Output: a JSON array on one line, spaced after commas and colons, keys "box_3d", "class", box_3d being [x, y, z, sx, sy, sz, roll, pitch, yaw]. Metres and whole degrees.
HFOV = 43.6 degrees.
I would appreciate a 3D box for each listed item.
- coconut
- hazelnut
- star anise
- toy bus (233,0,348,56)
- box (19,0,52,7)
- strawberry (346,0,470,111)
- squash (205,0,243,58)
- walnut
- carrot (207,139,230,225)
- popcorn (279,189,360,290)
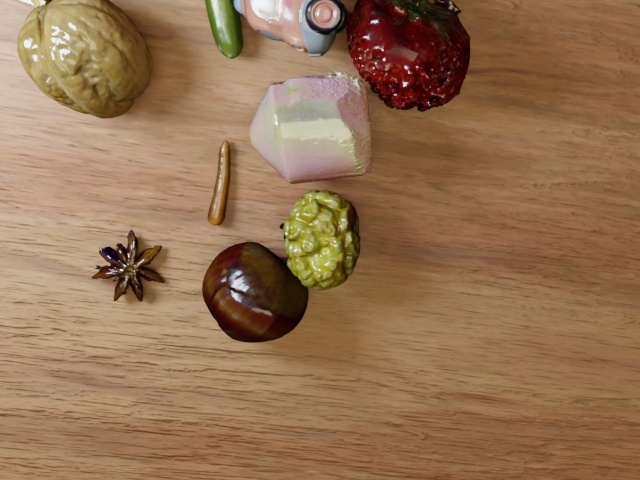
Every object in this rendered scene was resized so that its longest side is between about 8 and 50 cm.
[{"box_3d": [-0.022, -0.228, 1.626, 0.245, 0.233, 0.233, -3, 105, 2], "class": "coconut"}, {"box_3d": [-0.149, 0.119, 1.728, 0.229, 0.229, 0.230, -1, 105, -4], "class": "hazelnut"}, {"box_3d": [-0.417, 0.060, 1.755, 0.167, 0.057, 0.168, -1, 106, -3], "class": "star anise"}, {"box_3d": [-0.054, -0.513, 1.566, 0.232, 0.194, 0.288, 7, 105, 2], "class": "toy bus"}, {"box_3d": [-0.608, -0.490, 1.575, 0.156, 0.089, 0.022, 18, 105, -7], "class": "box"}, {"box_3d": [0.173, -0.368, 1.605, 0.274, 0.274, 0.220, 21, 134, -10], "class": "strawberry"}, {"box_3d": [-0.202, -0.495, 1.617, 0.066, 0.066, 0.252, -8, 105, -2], "class": "squash"}, {"box_3d": [-0.450, -0.358, 1.557, 0.224, 0.257, 0.257, -16, 107, 25], "class": "walnut"}, {"box_3d": [-0.215, -0.125, 1.736, 0.037, 0.037, 0.190, 9, 100, -7], "class": "carrot"}, {"box_3d": [0.001, -0.003, 1.710, 0.169, 0.189, 0.218, 1, 106, 3], "class": "popcorn"}]
